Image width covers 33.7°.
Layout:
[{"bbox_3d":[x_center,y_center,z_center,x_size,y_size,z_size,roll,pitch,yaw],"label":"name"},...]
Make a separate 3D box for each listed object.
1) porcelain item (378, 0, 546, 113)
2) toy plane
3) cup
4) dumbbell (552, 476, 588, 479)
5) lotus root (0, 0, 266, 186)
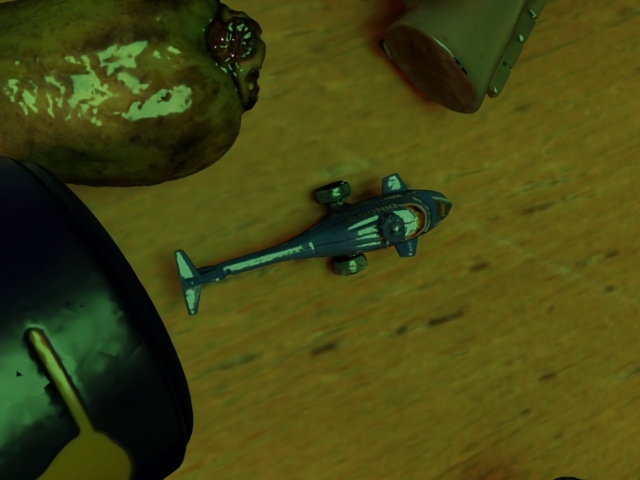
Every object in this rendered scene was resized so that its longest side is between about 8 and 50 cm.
[{"bbox_3d":[0.120,-0.180,0.645,0.084,0.054,0.213,45,68,-28],"label":"porcelain item"},{"bbox_3d":[0.000,0.000,0.592,0.167,0.062,0.054,-16,101,-16],"label":"toy plane"},{"bbox_3d":[-0.202,0.110,0.464,0.256,0.255,0.178,-30,69,-26],"label":"cup"},{"bbox_3d":[0.142,0.341,0.617,0.179,0.179,0.406,1,93,-28],"label":"dumbbell"},{"bbox_3d":[-0.126,-0.077,0.508,0.190,0.094,0.108,-6,56,-17],"label":"lotus root"}]
